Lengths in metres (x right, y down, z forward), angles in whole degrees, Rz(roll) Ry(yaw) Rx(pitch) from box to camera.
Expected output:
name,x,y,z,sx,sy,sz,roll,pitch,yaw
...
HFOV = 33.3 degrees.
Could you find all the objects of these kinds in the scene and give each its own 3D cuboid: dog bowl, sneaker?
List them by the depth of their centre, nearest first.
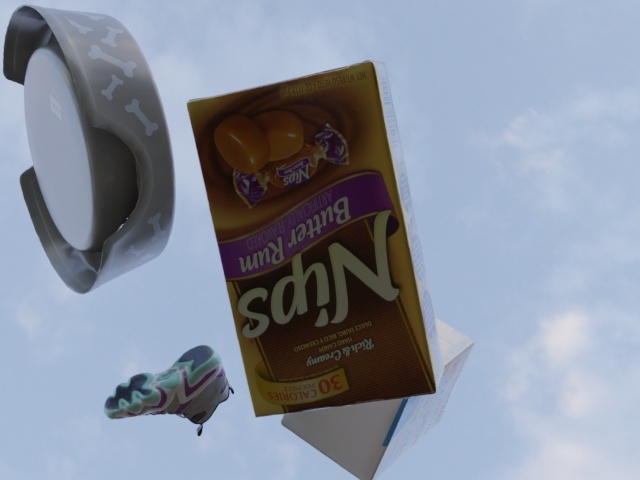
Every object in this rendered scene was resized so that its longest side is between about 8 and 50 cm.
name,x,y,z,sx,sy,sz,roll,pitch,yaw
sneaker,-0.114,0.131,0.837,0.098,0.038,0.069,-24,-57,-2
dog bowl,-0.282,-0.114,1.295,0.102,0.349,0.348,-15,-63,-29

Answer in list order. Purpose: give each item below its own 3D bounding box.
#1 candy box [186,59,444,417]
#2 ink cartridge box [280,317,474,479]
name,x,y,z,sx,sy,sz,roll,pitch,yaw
candy box,0.000,0.000,0.609,0.109,0.053,0.186,-11,-83,14
ink cartridge box,0.053,0.111,0.868,0.090,0.143,0.092,32,-60,22
